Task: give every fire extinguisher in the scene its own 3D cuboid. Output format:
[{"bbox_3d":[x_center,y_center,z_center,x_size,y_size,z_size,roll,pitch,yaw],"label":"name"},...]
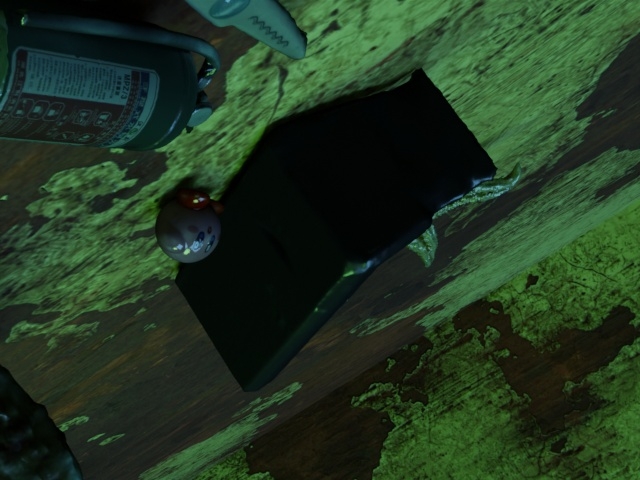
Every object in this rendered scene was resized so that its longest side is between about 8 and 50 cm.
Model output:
[{"bbox_3d":[-0.150,-0.103,0.615,0.118,0.093,0.294,-40,162,25],"label":"fire extinguisher"}]

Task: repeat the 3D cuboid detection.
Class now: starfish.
[{"bbox_3d":[0.093,-0.009,1.385,0.347,0.078,0.358,-14,159,-45],"label":"starfish"}]

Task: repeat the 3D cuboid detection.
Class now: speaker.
[{"bbox_3d":[0.000,0.000,1.077,0.184,0.180,0.388,-24,165,-36],"label":"speaker"}]

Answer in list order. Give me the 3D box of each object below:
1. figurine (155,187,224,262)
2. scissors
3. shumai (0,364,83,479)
[{"bbox_3d":[-0.134,-0.012,0.988,0.067,0.071,0.083,10,174,28],"label":"figurine"},{"bbox_3d":[-0.069,-0.173,0.636,0.138,0.041,0.289,-34,163,13],"label":"scissors"},{"bbox_3d":[-0.426,0.251,0.939,0.395,0.395,0.348,-24,-171,-18],"label":"shumai"}]
